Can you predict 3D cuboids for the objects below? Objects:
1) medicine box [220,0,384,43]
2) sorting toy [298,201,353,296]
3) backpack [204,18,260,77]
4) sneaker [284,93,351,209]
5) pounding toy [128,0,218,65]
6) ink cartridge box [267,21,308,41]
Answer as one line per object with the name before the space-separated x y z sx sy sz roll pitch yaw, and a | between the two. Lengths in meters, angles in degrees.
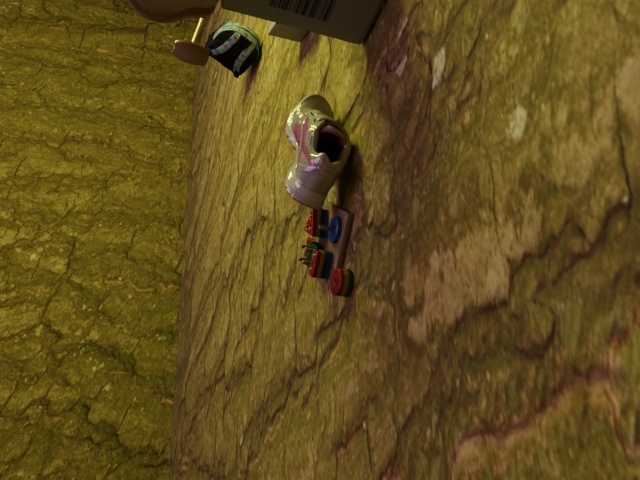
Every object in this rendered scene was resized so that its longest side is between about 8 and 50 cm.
medicine box | -0.031 -0.521 1.104 0.149 0.263 0.289 122 150 -50
sorting toy | 0.000 0.000 1.122 0.274 0.046 0.132 -143 64 -69
backpack | -0.267 -0.628 1.996 0.173 0.158 0.117 -22 42 53
sneaker | 0.006 -0.179 1.120 0.111 0.103 0.252 -42 39 41
pounding toy | -0.250 -0.444 1.064 0.155 0.154 0.270 -166 84 -72
ink cartridge box | -0.055 -0.598 1.470 0.153 0.086 0.209 171 106 -70
